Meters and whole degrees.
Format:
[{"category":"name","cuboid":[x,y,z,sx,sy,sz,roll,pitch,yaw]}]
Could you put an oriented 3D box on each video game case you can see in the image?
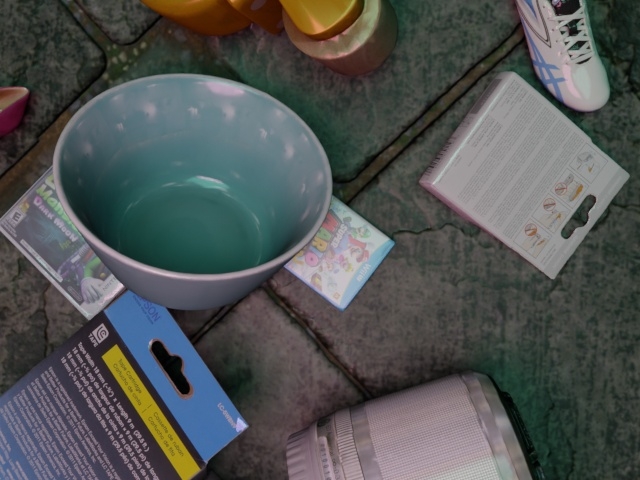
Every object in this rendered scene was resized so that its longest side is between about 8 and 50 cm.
[{"category":"video game case","cuboid":[0.000,0.000,0.963,0.166,0.015,0.119,37,92,1]},{"category":"video game case","cuboid":[-0.321,-0.015,0.974,0.173,0.022,0.190,-45,89,2]}]

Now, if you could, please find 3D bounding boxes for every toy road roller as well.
[{"category":"toy road roller","cuboid":[-0.082,-0.317,0.876,0.241,0.202,0.329,-36,84,15]}]

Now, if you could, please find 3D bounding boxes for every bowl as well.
[{"category":"bowl","cuboid":[-0.153,-0.038,0.859,0.312,0.163,0.311,7,51,-9]}]

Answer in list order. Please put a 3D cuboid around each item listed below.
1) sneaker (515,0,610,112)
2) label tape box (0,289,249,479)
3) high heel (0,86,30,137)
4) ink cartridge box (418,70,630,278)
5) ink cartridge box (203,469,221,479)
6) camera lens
[{"category":"sneaker","cuboid":[0.308,-0.275,0.909,0.085,0.086,0.237,-23,91,1]},{"category":"label tape box","cuboid":[-0.267,0.244,0.908,0.334,0.106,0.240,-39,73,3]},{"category":"high heel","cuboid":[-0.455,-0.157,0.868,0.082,0.244,0.117,45,99,8]},{"category":"ink cartridge box","cuboid":[0.272,-0.084,0.941,0.225,0.056,0.181,35,92,-17]},{"category":"ink cartridge box","cuboid":[-0.090,0.442,0.874,0.117,0.201,0.278,-43,89,-8]},{"category":"camera lens","cuboid":[0.119,0.292,0.859,0.274,0.219,0.219,-18,90,3]}]
